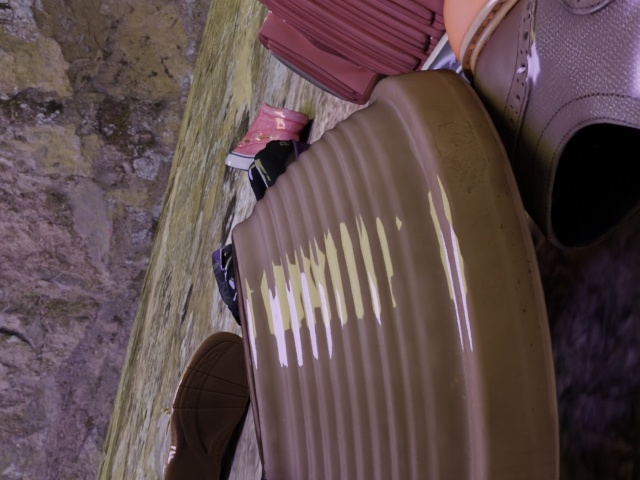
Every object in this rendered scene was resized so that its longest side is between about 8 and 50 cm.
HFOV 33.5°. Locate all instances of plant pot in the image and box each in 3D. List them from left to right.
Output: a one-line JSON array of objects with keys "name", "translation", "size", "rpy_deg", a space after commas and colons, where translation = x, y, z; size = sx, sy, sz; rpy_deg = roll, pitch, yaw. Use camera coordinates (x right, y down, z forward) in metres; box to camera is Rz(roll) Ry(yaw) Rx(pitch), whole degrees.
[{"name": "plant pot", "translation": [0.020, 0.046, 0.492], "size": [0.237, 0.109, 0.238], "rpy_deg": [172, 90, -83]}]

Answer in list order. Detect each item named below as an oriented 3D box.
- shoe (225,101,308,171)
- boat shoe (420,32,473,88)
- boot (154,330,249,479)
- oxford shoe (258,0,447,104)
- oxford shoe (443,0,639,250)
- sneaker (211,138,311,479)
[{"name": "shoe", "translation": [-0.061, -0.117, 1.259], "size": [0.178, 0.063, 0.081], "rpy_deg": [-163, 90, -71]}, {"name": "boat shoe", "translation": [0.068, -0.046, 0.653], "size": [0.065, 0.075, 0.206], "rpy_deg": [-91, 26, -58]}, {"name": "boot", "translation": [-0.137, 0.194, 1.180], "size": [0.165, 0.077, 0.213], "rpy_deg": [-157, 80, -78]}, {"name": "oxford shoe", "translation": [0.035, -0.204, 0.780], "size": [0.147, 0.140, 0.397], "rpy_deg": [-59, 9, -2]}, {"name": "oxford shoe", "translation": [0.157, -0.108, 0.336], "size": [0.364, 0.129, 0.133], "rpy_deg": [124, 139, -64]}, {"name": "sneaker", "translation": [-0.034, 0.060, 0.821], "size": [0.107, 0.124, 0.283], "rpy_deg": [141, 142, -68]}]
